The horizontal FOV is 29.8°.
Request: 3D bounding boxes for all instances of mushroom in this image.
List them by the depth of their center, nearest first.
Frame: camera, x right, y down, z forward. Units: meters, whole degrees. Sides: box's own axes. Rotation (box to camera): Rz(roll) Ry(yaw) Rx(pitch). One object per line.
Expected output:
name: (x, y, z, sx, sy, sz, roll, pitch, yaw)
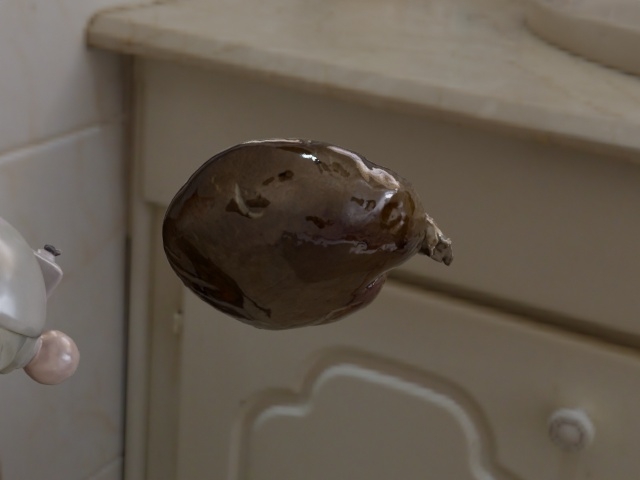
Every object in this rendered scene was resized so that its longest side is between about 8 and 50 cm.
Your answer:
mushroom: (0.001, 0.002, 0.646, 0.170, 0.080, 0.135, 0, -24, -31)

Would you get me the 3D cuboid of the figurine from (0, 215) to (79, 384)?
figurine: (-0.242, 0.033, 0.797, 0.144, 0.182, 0.256, -39, 16, -11)
